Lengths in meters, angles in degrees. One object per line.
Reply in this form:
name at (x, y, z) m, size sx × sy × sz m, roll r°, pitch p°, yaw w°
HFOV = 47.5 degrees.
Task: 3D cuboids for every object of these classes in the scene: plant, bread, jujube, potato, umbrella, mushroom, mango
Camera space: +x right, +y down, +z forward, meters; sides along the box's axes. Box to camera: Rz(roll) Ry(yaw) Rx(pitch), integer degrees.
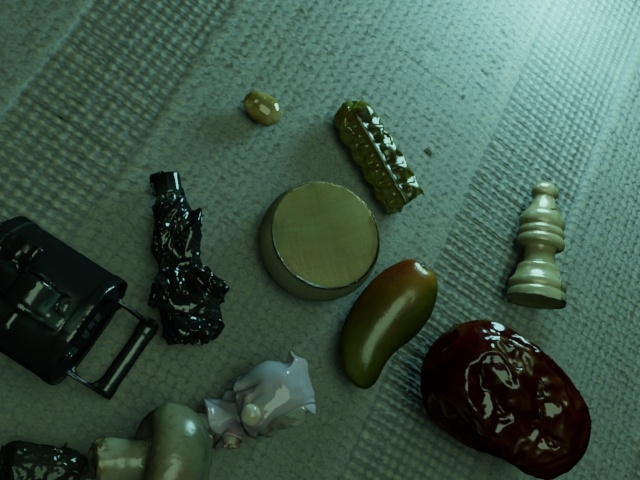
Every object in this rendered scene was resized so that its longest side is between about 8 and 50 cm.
plant at (-0.438, 0.403, 1.203) m, size 0.203 × 0.131 × 0.142 m, roll 32°, pitch 63°, yaw -25°
bread at (0.122, -0.188, 1.604) m, size 0.269 × 0.098 × 0.087 m, roll 58°, pitch 22°, yaw -3°
jujube at (0.380, 0.328, 1.513) m, size 0.377 × 0.276 × 0.276 m, roll 45°, pitch 65°, yaw -12°
potato at (-0.122, -0.278, 1.527) m, size 0.083 × 0.062 × 0.068 m, roll 42°, pitch 33°, yaw -42°
umbrella at (-0.247, 0.028, 1.374) m, size 0.154 × 0.128 × 0.337 m, roll 12°, pitch 66°, yaw -36°
mushroom at (-0.284, 0.368, 1.203) m, size 0.204 × 0.204 × 0.204 m, roll 5°, pitch 77°, yaw -23°
mango at (0.133, 0.163, 1.511) m, size 0.289 × 0.129 × 0.146 m, roll -45°, pitch 108°, yaw -21°

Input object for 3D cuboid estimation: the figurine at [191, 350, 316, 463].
figurine at (-0.136, 0.313, 1.346) m, size 0.276 × 0.200 × 0.133 m, roll -25°, pitch 72°, yaw -2°

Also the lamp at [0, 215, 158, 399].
lamp at (-0.470, 0.096, 1.208) m, size 0.272 × 0.374 × 0.205 m, roll 28°, pitch 73°, yaw 18°

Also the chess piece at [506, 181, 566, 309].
chess piece at (0.522, 0.001, 1.737) m, size 0.138 × 0.124 × 0.307 m, roll 5°, pitch 70°, yaw 10°

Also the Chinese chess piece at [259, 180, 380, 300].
Chinese chess piece at (0.000, 0.000, 1.489) m, size 0.249 × 0.103 × 0.250 m, roll 6°, pitch 72°, yaw -18°
